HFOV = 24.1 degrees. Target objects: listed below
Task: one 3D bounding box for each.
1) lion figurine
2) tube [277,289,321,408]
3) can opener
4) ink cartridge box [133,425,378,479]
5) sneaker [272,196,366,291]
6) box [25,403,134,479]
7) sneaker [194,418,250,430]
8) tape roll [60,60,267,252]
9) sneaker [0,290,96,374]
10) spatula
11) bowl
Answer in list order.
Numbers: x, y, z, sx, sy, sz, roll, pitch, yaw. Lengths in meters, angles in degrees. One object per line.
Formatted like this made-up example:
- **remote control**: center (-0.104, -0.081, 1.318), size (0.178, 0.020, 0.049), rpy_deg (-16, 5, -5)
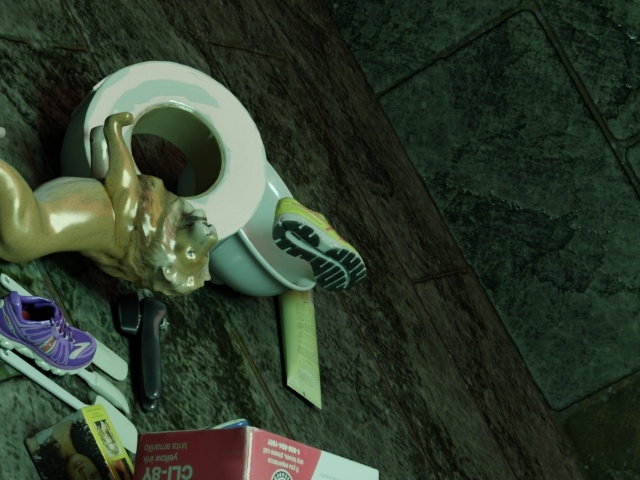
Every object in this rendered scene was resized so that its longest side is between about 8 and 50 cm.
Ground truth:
- **lion figurine**: center (-0.319, -0.036, 1.891), size (0.392, 0.142, 0.240), rpy_deg (-5, 83, -34)
- **tube**: center (-0.037, 0.163, 2.492), size (0.070, 0.062, 0.240), rpy_deg (4, 48, -13)
- **can opener**: center (-0.233, 0.150, 2.012), size (0.059, 0.073, 0.186), rpy_deg (99, -17, -51)
- **ink cartridge box**: center (-0.077, 0.415, 1.608), size (0.279, 0.160, 0.385), rpy_deg (31, 57, -54)
- **sneaker**: center (0.000, 0.000, 2.367), size (0.208, 0.081, 0.094), rpy_deg (44, 21, -38)
- **box**: center (-0.239, 0.306, 1.686), size (0.232, 0.087, 0.058), rpy_deg (61, 16, 9)
- **sneaker**: center (-0.158, 0.302, 1.832), size (0.112, 0.131, 0.296), rpy_deg (56, 20, -15)
- **tape roll**: center (-0.223, -0.110, 2.132), size (0.286, 0.100, 0.286), rpy_deg (12, 64, -26)
- **sneaker**: center (-0.320, 0.107, 1.770), size (0.170, 0.071, 0.068), rpy_deg (31, 33, -50)
- **spatula**: center (-0.309, 0.151, 1.848), size (0.242, 0.019, 0.168), rpy_deg (44, 24, -38)
- **bowl**: center (-0.139, -0.022, 2.377), size (0.298, 0.134, 0.298), rpy_deg (49, 21, -26)
